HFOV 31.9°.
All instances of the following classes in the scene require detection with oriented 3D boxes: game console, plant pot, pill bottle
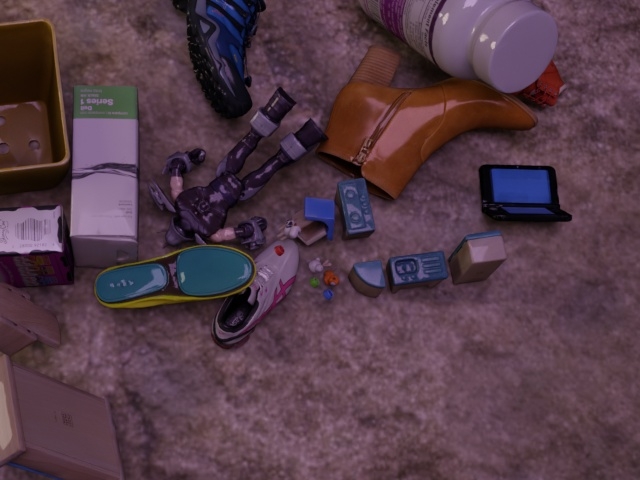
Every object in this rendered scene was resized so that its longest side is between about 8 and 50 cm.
[{"bbox_3d":[0.307,-0.071,1.680,0.122,0.107,0.071,0,102,-7],"label":"game console"},{"bbox_3d":[-0.453,-0.158,1.546,0.212,0.187,0.212,-8,74,-8],"label":"plant pot"},{"bbox_3d":[0.199,-0.337,1.628,0.169,0.169,0.301,-33,49,-15],"label":"pill bottle"}]

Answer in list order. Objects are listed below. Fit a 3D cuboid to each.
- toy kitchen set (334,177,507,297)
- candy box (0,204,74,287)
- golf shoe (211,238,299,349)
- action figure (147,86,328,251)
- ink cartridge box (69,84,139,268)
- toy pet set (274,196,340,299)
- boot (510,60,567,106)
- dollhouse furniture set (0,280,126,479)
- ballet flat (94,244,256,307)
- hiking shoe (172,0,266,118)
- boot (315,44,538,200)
[{"bbox_3d":[0.139,-0.021,1.614,0.207,0.122,0.166,-8,75,-10],"label":"toy kitchen set"},{"bbox_3d":[-0.457,0.013,1.510,0.233,0.159,0.071,-4,72,-9],"label":"candy box"},{"bbox_3d":[-0.085,0.070,1.579,0.067,0.086,0.186,33,71,4],"label":"golf shoe"},{"bbox_3d":[-0.122,-0.083,1.604,0.285,0.099,0.185,-43,98,4],"label":"action figure"},{"bbox_3d":[-0.298,-0.084,1.557,0.092,0.160,0.220,1,73,-9],"label":"ink cartridge box"},{"bbox_3d":[0.000,0.000,1.600,0.122,0.065,0.114,43,31,-31],"label":"toy pet set"},{"bbox_3d":[0.328,-0.238,1.710,0.085,0.059,0.158,57,41,0],"label":"boot"},{"bbox_3d":[-0.456,0.268,1.485,0.303,0.198,0.286,-31,54,16],"label":"dollhouse furniture set"},{"bbox_3d":[-0.199,0.054,1.558,0.230,0.077,0.077,-8,76,5],"label":"ballet flat"},{"bbox_3d":[-0.137,-0.327,1.668,0.132,0.113,0.304,-14,71,-13],"label":"hiking shoe"},{"bbox_3d":[0.157,-0.151,1.676,0.295,0.104,0.211,21,77,5],"label":"boot"}]
